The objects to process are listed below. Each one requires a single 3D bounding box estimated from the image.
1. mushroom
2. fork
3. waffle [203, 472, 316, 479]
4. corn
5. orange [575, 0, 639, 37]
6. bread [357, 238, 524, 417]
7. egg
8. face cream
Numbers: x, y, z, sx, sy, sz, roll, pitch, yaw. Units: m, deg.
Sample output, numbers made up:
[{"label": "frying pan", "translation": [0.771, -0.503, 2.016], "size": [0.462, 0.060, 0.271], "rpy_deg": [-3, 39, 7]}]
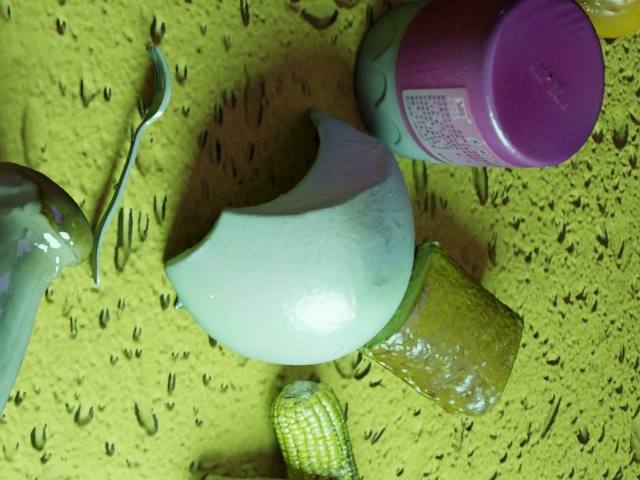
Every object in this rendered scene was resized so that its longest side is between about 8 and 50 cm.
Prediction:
[{"label": "mushroom", "translation": [-0.315, 0.130, 1.143], "size": [0.154, 0.137, 0.407], "rpy_deg": [39, 76, -22]}, {"label": "fork", "translation": [-0.168, -0.065, 1.307], "size": [0.028, 0.034, 0.219], "rpy_deg": [18, 82, -31]}, {"label": "waffle", "translation": [-0.048, 0.278, 1.396], "size": [0.148, 0.042, 0.102], "rpy_deg": [7, 103, -18]}, {"label": "corn", "translation": [0.003, 0.233, 1.457], "size": [0.072, 0.072, 0.203], "rpy_deg": [-26, 111, -35]}, {"label": "orange", "translation": [0.318, -0.316, 1.586], "size": [0.161, 0.193, 0.193], "rpy_deg": [-10, 102, -16]}, {"label": "bread", "translation": [0.121, 0.095, 1.518], "size": [0.172, 0.103, 0.132], "rpy_deg": [38, 66, -35]}, {"label": "egg", "translation": [0.011, 0.012, 1.381], "size": [0.271, 0.162, 0.206], "rpy_deg": [-39, 116, -29]}, {"label": "face cream", "translation": [0.157, -0.160, 1.464], "size": [0.175, 0.195, 0.175], "rpy_deg": [-3, 95, -40]}]
